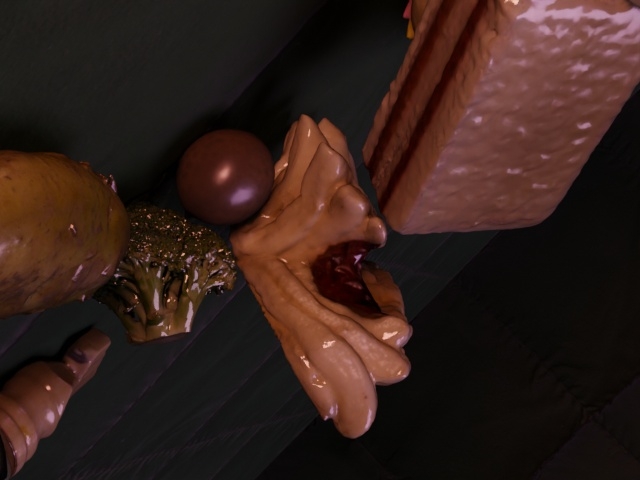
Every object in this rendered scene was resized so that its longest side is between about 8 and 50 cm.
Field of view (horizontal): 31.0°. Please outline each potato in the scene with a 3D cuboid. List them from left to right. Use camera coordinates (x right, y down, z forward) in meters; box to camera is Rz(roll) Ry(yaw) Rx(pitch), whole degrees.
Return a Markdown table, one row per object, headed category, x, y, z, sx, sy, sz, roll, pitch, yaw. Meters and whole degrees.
| category | x | y | z | sx | sy | sz | roll | pitch | yaw |
| --- | --- | --- | --- | --- | --- | --- | --- | --- | --- |
| potato | -0.241 | -0.003 | 0.863 | 0.149 | 0.113 | 0.251 | -43 | 160 | 27 |

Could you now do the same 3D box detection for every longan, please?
| category | x | y | z | sx | sy | sz | roll | pitch | yaw |
| --- | --- | --- | --- | --- | --- | --- | --- | --- | --- |
| longan | -0.097 | -0.060 | 1.138 | 0.113 | 0.092 | 0.113 | -42 | -165 | 14 |

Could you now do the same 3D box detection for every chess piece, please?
| category | x | y | z | sx | sy | sz | roll | pitch | yaw |
| --- | --- | --- | --- | --- | --- | --- | --- | --- | --- |
| chess piece | -0.306 | 0.171 | 1.274 | 0.090 | 0.090 | 0.200 | -55 | 174 | 37 |

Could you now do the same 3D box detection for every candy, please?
| category | x | y | z | sx | sy | sz | roll | pitch | yaw |
| --- | --- | --- | --- | --- | --- | --- | --- | --- | --- |
| candy | 0.175 | -0.145 | 1.064 | 0.179 | 0.135 | 0.321 | 0 | 138 | -23 |

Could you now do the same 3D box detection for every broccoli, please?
| category | x | y | z | sx | sy | sz | roll | pitch | yaw |
| --- | --- | --- | --- | --- | --- | --- | --- | --- | --- |
| broccoli | -0.156 | 0.028 | 1.115 | 0.162 | 0.138 | 0.146 | -12 | 169 | 7 |

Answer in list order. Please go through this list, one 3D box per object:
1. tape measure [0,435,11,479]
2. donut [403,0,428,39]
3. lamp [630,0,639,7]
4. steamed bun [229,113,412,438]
| category | x | y | z | sx | sy | sz | roll | pitch | yaw |
| --- | --- | --- | --- | --- | --- | --- | --- | --- | --- |
| tape measure | -0.317 | 0.143 | 0.881 | 0.115 | 0.207 | 0.235 | -47 | 164 | -1 |
| donut | 0.228 | -0.307 | 1.195 | 0.371 | 0.150 | 0.307 | -51 | 162 | 18 |
| lamp | 0.272 | -0.340 | 0.996 | 0.266 | 0.269 | 0.047 | -36 | 168 | -30 |
| steamed bun | 0.000 | 0.000 | 1.239 | 0.189 | 0.247 | 0.428 | -42 | -162 | 6 |
